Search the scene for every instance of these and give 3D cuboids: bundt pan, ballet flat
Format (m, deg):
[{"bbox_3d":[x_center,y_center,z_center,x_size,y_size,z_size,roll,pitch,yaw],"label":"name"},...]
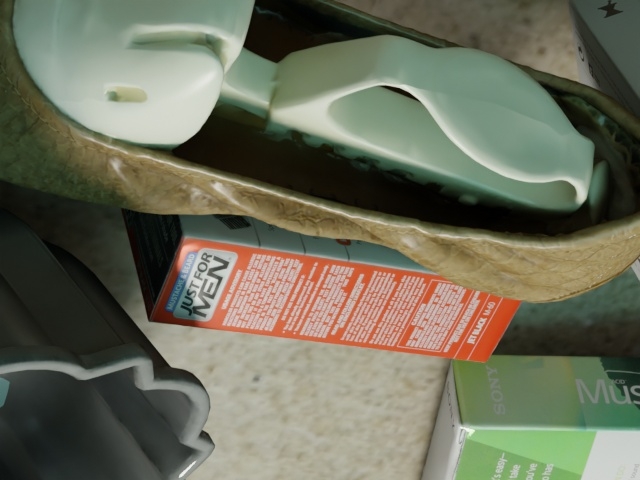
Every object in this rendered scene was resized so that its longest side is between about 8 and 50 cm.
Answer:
[{"bbox_3d":[-0.216,0.101,0.648,0.331,0.124,0.331,-26,154,-14],"label":"bundt pan"},{"bbox_3d":[-0.011,-0.056,0.600,0.342,0.116,0.124,18,163,-14],"label":"ballet flat"}]

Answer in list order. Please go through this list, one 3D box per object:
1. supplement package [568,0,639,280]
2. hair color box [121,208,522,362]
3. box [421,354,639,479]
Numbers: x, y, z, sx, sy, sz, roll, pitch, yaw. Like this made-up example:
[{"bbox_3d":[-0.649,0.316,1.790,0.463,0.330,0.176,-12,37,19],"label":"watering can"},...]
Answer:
[{"bbox_3d":[0.273,-0.043,0.684,0.262,0.204,0.145,-20,132,-1],"label":"supplement package"},{"bbox_3d":[0.000,0.000,0.706,0.167,0.093,0.053,10,125,-24],"label":"hair color box"},{"bbox_3d":[0.214,0.162,0.896,0.322,0.058,0.232,1,134,-9],"label":"box"}]
